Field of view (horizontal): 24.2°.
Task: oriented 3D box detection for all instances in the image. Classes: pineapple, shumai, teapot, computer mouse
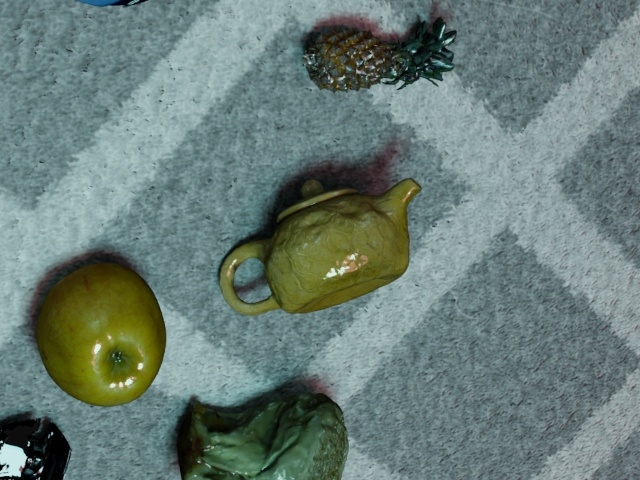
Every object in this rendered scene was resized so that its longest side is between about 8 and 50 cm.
[{"bbox_3d":[0.075,-0.245,1.970,0.221,0.083,0.103,-6,118,-25],"label":"pineapple"},{"bbox_3d":[-0.083,0.313,2.162,0.225,0.222,0.260,-67,158,-14],"label":"shumai"},{"bbox_3d":[0.000,0.000,2.025,0.311,0.167,0.203,-23,170,15],"label":"teapot"},{"bbox_3d":[-0.424,0.351,2.044,0.146,0.077,0.241,18,103,-38],"label":"computer mouse"}]

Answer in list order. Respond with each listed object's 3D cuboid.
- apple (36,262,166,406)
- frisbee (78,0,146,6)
[{"bbox_3d":[-0.283,0.127,1.951,0.182,0.155,0.182,-9,119,-17],"label":"apple"},{"bbox_3d":[-0.239,-0.391,1.777,0.242,0.045,0.242,-10,119,-18],"label":"frisbee"}]
